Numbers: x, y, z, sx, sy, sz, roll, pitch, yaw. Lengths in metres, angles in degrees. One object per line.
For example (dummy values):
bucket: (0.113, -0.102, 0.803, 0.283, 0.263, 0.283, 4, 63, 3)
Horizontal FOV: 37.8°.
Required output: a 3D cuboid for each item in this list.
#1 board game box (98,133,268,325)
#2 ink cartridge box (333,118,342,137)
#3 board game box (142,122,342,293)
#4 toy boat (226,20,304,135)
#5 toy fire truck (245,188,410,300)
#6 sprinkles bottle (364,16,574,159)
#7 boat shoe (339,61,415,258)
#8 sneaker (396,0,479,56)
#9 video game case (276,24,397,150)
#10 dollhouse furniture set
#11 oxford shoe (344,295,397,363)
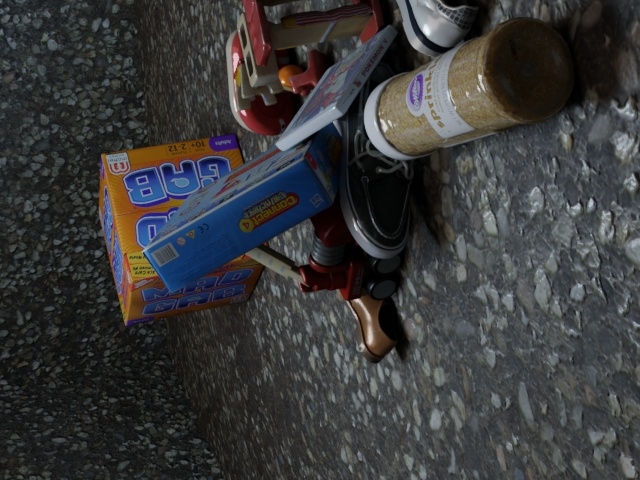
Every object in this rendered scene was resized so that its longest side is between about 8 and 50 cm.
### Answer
board game box: (-0.379, -0.024, 2.499, 0.356, 0.356, 0.356, 120, 135, -63)
ink cartridge box: (0.045, -0.198, 1.666, 0.145, 0.045, 0.179, 166, 95, -72)
board game box: (-0.112, -0.069, 1.561, 0.086, 0.308, 0.302, 58, -163, -13)
toy boat: (-0.094, -0.327, 1.899, 0.151, 0.151, 0.231, 13, 116, 38)
toy fire truck: (0.000, 0.000, 1.586, 0.217, 0.246, 0.158, 97, 154, -42)
sprinkles bottle: (0.173, -0.181, 1.184, 0.355, 0.121, 0.121, 173, 87, -71)
boat shoe: (0.098, -0.128, 1.452, 0.105, 0.113, 0.306, 141, 132, -62)
sneaker: (0.143, -0.360, 1.257, 0.095, 0.090, 0.235, -52, 54, 49)
video game case: (0.023, -0.238, 1.478, 0.023, 0.183, 0.201, 40, 153, -16)
dollhouse furniture set: (-0.042, -0.361, 1.612, 0.374, 0.201, 0.152, 145, 113, -76)
oxford shoe: (0.093, 0.112, 1.689, 0.076, 0.076, 0.212, -42, 53, 33)
